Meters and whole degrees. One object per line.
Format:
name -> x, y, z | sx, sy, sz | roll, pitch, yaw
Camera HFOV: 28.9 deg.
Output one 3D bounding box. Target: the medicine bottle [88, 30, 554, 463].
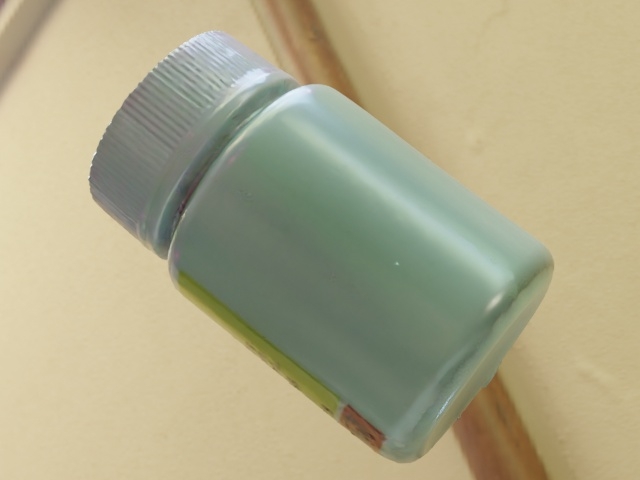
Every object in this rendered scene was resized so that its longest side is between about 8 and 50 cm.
medicine bottle -> 0.000, 0.000, 0.661 | 0.225, 0.139, 0.139 | 38, -59, 13
